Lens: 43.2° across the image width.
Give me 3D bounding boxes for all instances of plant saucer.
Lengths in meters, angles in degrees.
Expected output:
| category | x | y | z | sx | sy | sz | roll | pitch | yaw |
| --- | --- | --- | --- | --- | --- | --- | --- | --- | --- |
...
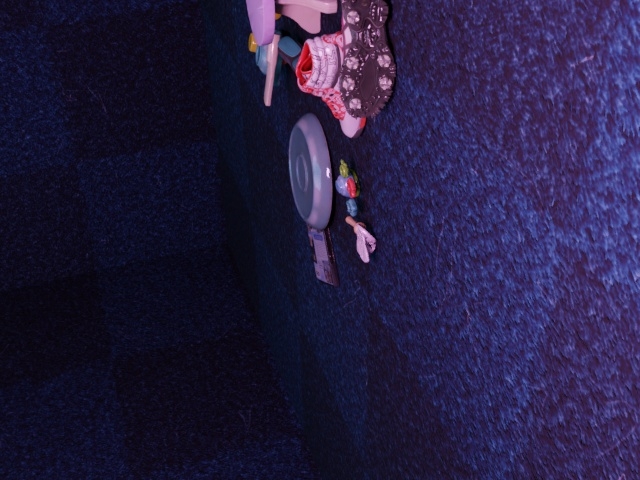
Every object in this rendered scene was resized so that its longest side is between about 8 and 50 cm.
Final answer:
| category | x | y | z | sx | sy | sz | roll | pitch | yaw |
| --- | --- | --- | --- | --- | --- | --- | --- | --- | --- |
| plant saucer | -0.034 | -0.182 | 2.160 | 0.317 | 0.043 | 0.318 | 172 | 90 | -75 |

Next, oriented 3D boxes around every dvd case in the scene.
| category | x | y | z | sx | sy | sz | roll | pitch | yaw |
| --- | --- | --- | --- | --- | --- | --- | --- | --- | --- |
| dvd case | 0.000 | 0.000 | 2.282 | 0.180 | 0.022 | 0.253 | -167 | 66 | -74 |

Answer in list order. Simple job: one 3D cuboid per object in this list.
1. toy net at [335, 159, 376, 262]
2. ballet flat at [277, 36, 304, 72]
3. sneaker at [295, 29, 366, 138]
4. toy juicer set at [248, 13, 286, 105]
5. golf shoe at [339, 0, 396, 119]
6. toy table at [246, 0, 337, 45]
| category | x | y | z | sx | sy | sz | roll | pitch | yaw |
| --- | --- | --- | --- | --- | --- | --- | --- | --- | --- |
| toy net | 0.089 | -0.066 | 1.833 | 0.122 | 0.045 | 0.232 | 117 | 137 | -66 |
| ballet flat | -0.044 | -0.440 | 1.998 | 0.203 | 0.074 | 0.074 | -127 | 27 | -46 |
| sneaker | 0.021 | -0.314 | 1.667 | 0.270 | 0.144 | 0.090 | 95 | 158 | -51 |
| toy juicer set | -0.120 | -0.534 | 2.185 | 0.329 | 0.089 | 0.209 | -105 | 24 | -47 |
| golf shoe | 0.086 | -0.367 | 1.513 | 0.120 | 0.105 | 0.273 | -91 | 0 | -64 |
| toy table | -0.076 | -0.572 | 1.795 | 0.274 | 0.160 | 0.252 | 98 | 155 | -56 |
